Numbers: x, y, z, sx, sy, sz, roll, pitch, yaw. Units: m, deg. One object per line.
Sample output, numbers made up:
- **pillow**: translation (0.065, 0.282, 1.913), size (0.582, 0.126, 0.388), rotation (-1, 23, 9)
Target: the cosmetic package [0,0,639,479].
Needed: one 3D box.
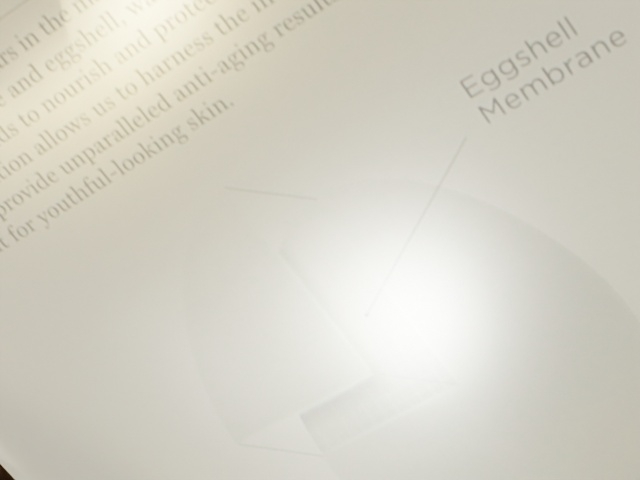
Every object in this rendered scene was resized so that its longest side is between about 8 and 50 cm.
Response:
- **cosmetic package**: translation (0.021, -0.027, 0.390), size (0.224, 0.224, 0.138), rotation (52, -157, -20)

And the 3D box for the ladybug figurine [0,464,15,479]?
- **ladybug figurine**: translation (-0.052, 0.166, 0.979), size (0.449, 0.162, 0.305), rotation (-16, -138, -12)
